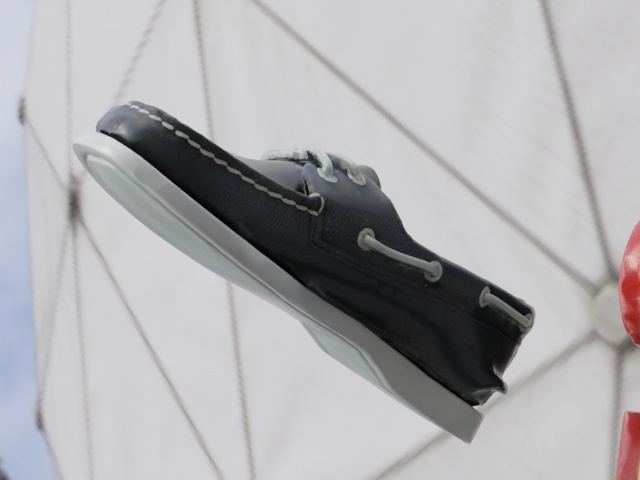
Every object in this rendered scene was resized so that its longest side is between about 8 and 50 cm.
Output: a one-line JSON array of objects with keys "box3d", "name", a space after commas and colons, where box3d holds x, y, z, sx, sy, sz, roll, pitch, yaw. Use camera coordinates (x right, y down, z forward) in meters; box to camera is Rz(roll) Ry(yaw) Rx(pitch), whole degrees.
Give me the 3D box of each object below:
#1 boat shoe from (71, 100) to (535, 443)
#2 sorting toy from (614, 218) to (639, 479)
[{"box3d": [0.000, 0.000, 0.979, 0.302, 0.114, 0.091, 38, -98, -42], "name": "boat shoe"}, {"box3d": [0.263, 0.089, 1.142, 0.257, 0.089, 0.255, 9, -92, -50], "name": "sorting toy"}]
